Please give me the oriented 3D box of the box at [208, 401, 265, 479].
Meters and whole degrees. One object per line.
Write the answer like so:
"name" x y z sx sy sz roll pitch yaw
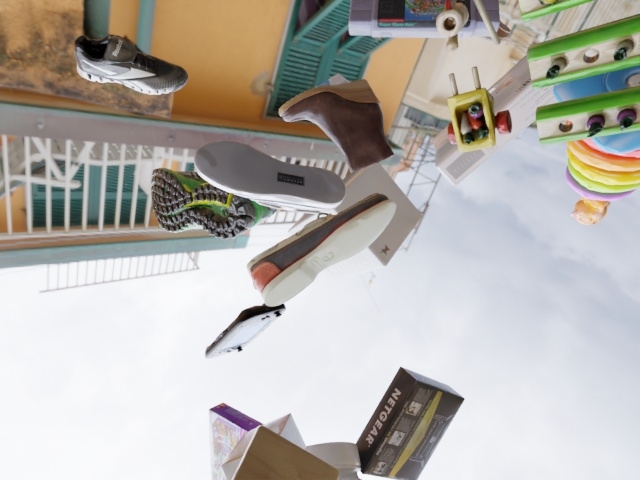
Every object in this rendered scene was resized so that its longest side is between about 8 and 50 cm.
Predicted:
"box" -0.228 0.631 1.184 0.201 0.293 0.057 7 -169 39

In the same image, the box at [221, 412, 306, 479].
"box" -0.116 0.468 0.919 0.091 0.130 0.170 64 -177 5

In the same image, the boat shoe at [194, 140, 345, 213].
"boat shoe" -0.089 -0.093 0.729 0.258 0.084 0.095 16 -115 -13

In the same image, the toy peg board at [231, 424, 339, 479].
"toy peg board" -0.078 0.418 0.685 0.161 0.079 0.160 34 -128 -7

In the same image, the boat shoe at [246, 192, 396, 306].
"boat shoe" 0.000 0.000 0.355 0.043 0.137 0.049 54 180 35

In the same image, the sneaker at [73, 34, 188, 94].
"sneaker" -0.405 -0.376 0.896 0.235 0.106 0.078 7 -109 -9

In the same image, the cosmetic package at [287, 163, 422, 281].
"cosmetic package" 0.140 -0.070 1.806 0.329 0.394 0.327 48 -121 -11

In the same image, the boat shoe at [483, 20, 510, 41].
"boat shoe" 0.493 -0.724 1.313 0.325 0.116 0.123 10 -134 -33

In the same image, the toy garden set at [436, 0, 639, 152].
"toy garden set" 0.204 -0.198 0.412 0.204 0.244 0.049 -3 -144 37

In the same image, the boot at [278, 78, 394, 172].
"boot" 0.044 -0.263 1.014 0.249 0.206 0.090 -19 -177 -12

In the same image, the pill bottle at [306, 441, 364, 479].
"pill bottle" 0.033 0.733 1.056 0.224 0.224 0.392 8 -130 -21

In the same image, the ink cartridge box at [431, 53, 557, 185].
"ink cartridge box" 0.381 -0.273 0.923 0.066 0.296 0.261 44 -154 -8

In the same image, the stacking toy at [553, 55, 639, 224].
"stacking toy" 0.452 -0.123 0.657 0.175 0.301 0.165 -17 -127 6

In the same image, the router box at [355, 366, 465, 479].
"router box" 0.261 0.554 1.258 0.243 0.308 0.081 30 -179 -32

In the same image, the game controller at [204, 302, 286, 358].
"game controller" -0.236 0.279 1.294 0.167 0.319 0.067 -19 -111 -48

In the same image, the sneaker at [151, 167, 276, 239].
"sneaker" -0.237 -0.081 0.901 0.344 0.134 0.146 16 -158 32

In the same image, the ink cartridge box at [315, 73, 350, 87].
"ink cartridge box" 0.065 -0.391 1.219 0.092 0.090 0.143 -38 -111 -23

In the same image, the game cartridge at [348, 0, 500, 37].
"game cartridge" 0.254 -0.605 1.050 0.356 0.068 0.230 3 -116 7
